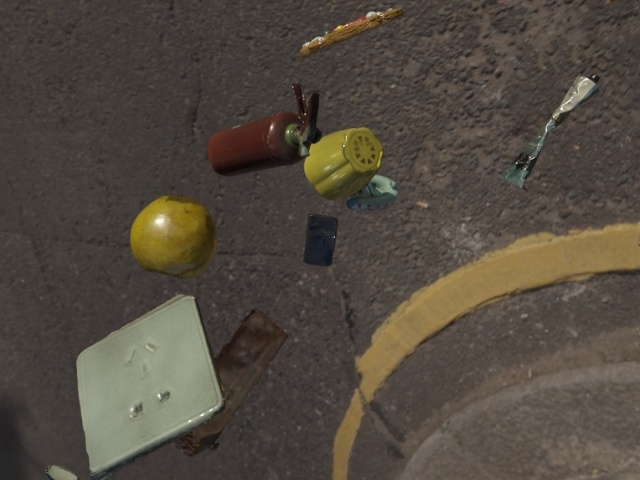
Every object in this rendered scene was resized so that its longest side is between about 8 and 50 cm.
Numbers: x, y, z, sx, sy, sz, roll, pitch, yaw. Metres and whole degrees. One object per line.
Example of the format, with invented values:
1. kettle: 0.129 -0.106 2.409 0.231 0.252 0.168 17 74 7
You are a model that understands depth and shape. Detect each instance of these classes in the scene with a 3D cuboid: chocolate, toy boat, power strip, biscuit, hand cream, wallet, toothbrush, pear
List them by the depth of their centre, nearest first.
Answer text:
1. power strip: -0.229 0.200 0.827 0.213 0.198 0.064 62 -179 44
2. toothbrush: -0.298 0.426 0.949 0.294 0.026 0.028 36 159 -14
3. hand cream: 0.442 -0.207 1.148 0.052 0.075 0.248 34 102 -1
4. chocolate: -0.192 0.278 1.186 0.112 0.321 0.112 40 131 -3
5. pear: -0.354 -0.012 1.476 0.209 0.209 0.209 16 122 27
6. wallet: 0.000 0.000 1.597 0.082 0.018 0.156 9 123 0
7. biscuit: 0.095 -0.620 1.777 0.047 0.340 0.216 67 167 -16
8. toy boat: 0.163 -0.157 1.920 0.079 0.208 0.134 -58 43 46

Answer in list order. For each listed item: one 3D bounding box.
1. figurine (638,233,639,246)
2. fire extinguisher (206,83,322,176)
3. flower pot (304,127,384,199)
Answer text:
1. figurine: 0.797 -0.019 1.452 0.047 0.060 0.106 -7 144 -6
2. fire extinguisher: -0.107 -0.217 1.220 0.337 0.106 0.147 -3 99 50
3. flower pot: 0.076 -0.226 1.707 0.195 0.195 0.179 58 151 -5
